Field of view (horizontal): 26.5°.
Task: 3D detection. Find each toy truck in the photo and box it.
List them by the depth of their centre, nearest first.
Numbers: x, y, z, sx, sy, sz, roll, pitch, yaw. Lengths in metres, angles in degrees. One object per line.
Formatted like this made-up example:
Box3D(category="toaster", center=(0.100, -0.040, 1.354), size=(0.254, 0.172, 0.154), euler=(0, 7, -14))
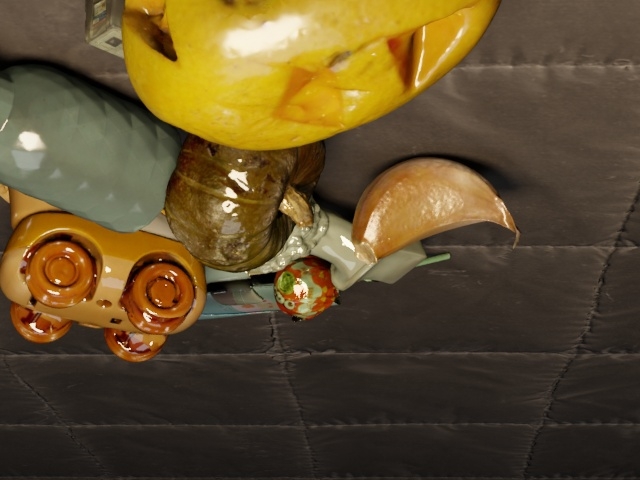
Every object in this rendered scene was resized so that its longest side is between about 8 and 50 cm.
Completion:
Box3D(category="toy truck", center=(-0.285, 0.023, 1.738), size=(0.288, 0.212, 0.204), euler=(11, 156, -15))

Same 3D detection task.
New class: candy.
Box3D(category="candy", center=(0.064, 0.051, 1.906), size=(0.287, 0.078, 0.084), euler=(-10, 122, -30))

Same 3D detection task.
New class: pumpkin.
Box3D(category="pumpkin", center=(-0.074, -0.063, 1.516), size=(0.162, 0.219, 0.219), euler=(28, 163, 17))

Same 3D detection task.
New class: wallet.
Box3D(category="wallet", center=(-0.109, 0.067, 2.009), size=(0.250, 0.075, 0.176), euler=(-7, 160, 15))

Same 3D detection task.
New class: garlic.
Box3D(category="garlic", center=(0.135, -0.050, 1.683), size=(0.206, 0.128, 0.115), euler=(-10, 113, 8))

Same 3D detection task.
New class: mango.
Box3D(category="mango", center=(-0.006, -0.208, 1.239), size=(0.364, 0.182, 0.253), euler=(-19, 149, 16))

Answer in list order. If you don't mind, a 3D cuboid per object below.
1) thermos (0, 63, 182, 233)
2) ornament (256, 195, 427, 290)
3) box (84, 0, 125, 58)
Box3D(category="thermos", center=(-0.306, -0.121, 1.501), size=(0.286, 0.145, 0.182), euler=(25, -179, -41))
Box3D(category="ornament", center=(0.011, -0.004, 1.778), size=(0.285, 0.120, 0.130), euler=(10, 137, -24))
Box3D(category="box", center=(-0.187, -0.217, 1.344), size=(0.084, 0.063, 0.060), euler=(19, 151, -40))
